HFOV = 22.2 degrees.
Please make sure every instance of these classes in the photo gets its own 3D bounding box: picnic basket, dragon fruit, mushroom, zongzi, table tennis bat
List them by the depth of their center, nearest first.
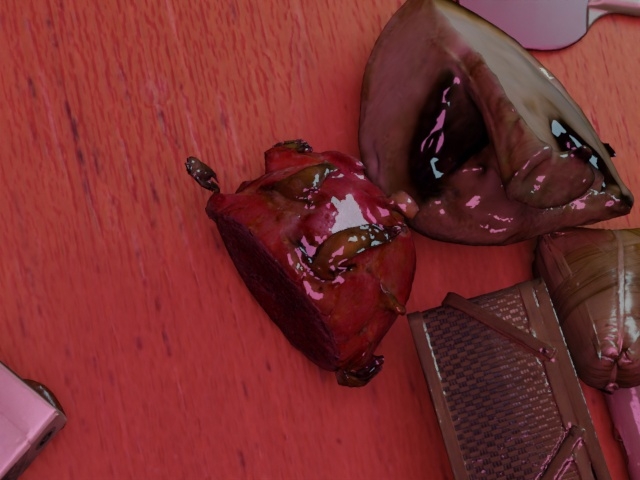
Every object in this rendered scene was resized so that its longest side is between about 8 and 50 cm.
[{"bbox_3d":[0.186,0.179,1.586,0.139,0.165,0.266,-17,64,3],"label":"picnic basket"},{"bbox_3d":[0.000,0.000,1.601,0.147,0.211,0.282,-36,90,-16],"label":"dragon fruit"},{"bbox_3d":[0.177,-0.084,1.650,0.217,0.292,0.212,30,102,-43],"label":"mushroom"},{"bbox_3d":[0.328,0.059,1.657,0.197,0.099,0.194,-6,51,-10],"label":"zongzi"},{"bbox_3d":[0.267,-0.268,1.776,0.246,0.022,0.138,7,81,-5],"label":"table tennis bat"}]

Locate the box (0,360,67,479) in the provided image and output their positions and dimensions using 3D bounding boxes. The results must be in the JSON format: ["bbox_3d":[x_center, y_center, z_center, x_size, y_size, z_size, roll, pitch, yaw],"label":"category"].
[{"bbox_3d":[-0.385,0.211,1.529,0.164,0.069,0.256,39,79,9],"label":"box"}]

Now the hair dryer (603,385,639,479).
[{"bbox_3d":[0.321,0.221,1.681,0.189,0.107,0.344,-13,74,-8],"label":"hair dryer"}]

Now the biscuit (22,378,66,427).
[{"bbox_3d":[-0.397,0.225,1.592,0.278,0.043,0.301,8,80,-7],"label":"biscuit"}]
